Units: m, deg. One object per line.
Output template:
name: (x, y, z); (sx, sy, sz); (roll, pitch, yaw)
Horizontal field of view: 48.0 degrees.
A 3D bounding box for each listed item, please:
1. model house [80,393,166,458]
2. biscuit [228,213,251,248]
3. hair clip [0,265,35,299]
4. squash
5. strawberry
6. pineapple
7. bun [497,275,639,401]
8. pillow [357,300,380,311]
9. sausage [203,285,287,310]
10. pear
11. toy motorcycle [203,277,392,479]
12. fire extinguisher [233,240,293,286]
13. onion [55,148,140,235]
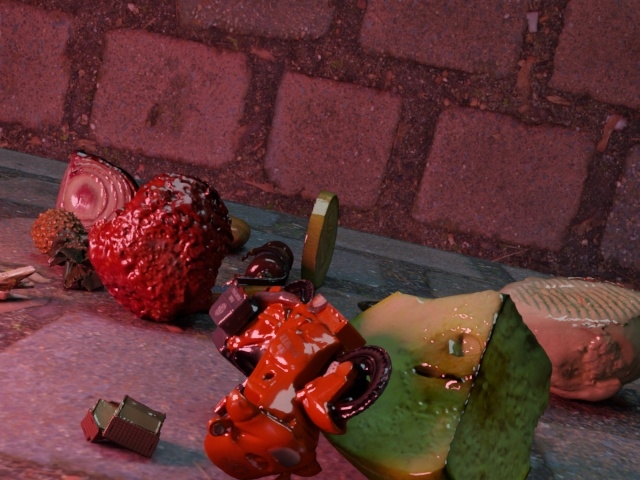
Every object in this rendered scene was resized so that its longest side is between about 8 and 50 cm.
model house: (-0.227, 0.214, 0.818); (0.083, 0.057, 0.058); (30, 32, -13)
biscuit: (-0.428, -0.065, 2.129); (0.446, 0.104, 0.429); (19, 10, 40)
hair clip: (-0.575, 0.078, 1.185); (0.214, 0.056, 0.062); (-9, 38, -47)
squash: (0.000, 0.000, 1.855); (0.049, 0.252, 0.252); (12, 8, 8)
strawberry: (-0.269, 0.027, 1.305); (0.220, 0.274, 0.274); (52, 26, 22)
pineapple: (-0.516, 0.013, 1.474); (0.130, 0.119, 0.277); (30, -3, -40)
bun: (0.506, 0.203, 1.455); (0.360, 0.211, 0.360); (2, 12, 0)
pillow: (0.195, 0.183, 1.667); (0.203, 0.038, 0.113); (20, 8, 35)
sausage: (-0.138, 0.122, 1.517); (0.348, 0.053, 0.053); (4, 12, -44)
pear: (0.120, 0.206, 0.906); (0.282, 0.286, 0.176); (-5, -48, 40)
toy motorcycle: (-0.053, 0.160, 0.855); (0.148, 0.221, 0.326); (50, -6, -26)
fire extinguisher: (-0.136, 0.067, 1.727); (0.141, 0.105, 0.341); (-2, 8, 3)
onion: (-0.560, -0.092, 1.816); (0.207, 0.216, 0.206); (21, -11, -19)
